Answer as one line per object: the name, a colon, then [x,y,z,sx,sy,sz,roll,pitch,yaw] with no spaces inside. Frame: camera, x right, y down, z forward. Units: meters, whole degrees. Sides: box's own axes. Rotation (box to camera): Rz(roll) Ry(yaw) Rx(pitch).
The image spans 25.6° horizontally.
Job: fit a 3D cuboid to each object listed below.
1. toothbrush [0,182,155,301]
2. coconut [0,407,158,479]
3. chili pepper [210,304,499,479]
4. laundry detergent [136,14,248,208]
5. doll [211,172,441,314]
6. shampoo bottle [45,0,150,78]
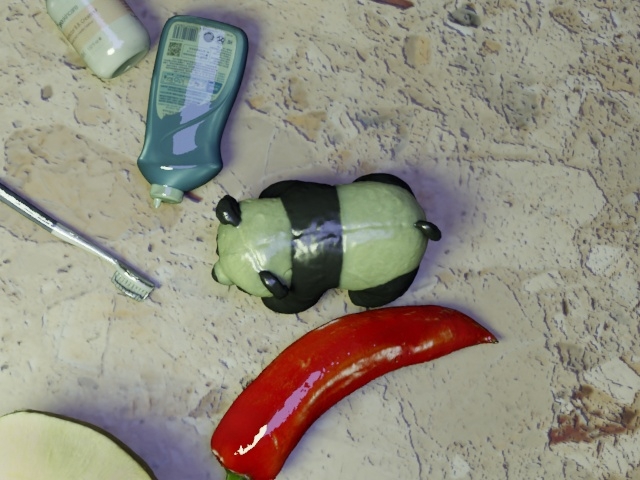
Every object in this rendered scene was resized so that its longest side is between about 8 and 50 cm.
toothbrush: [-0.296,-0.025,1.469,0.288,0.024,0.026,35,93,-5]
coconut: [-0.257,0.285,1.322,0.259,0.259,0.259,1,83,-9]
chili pepper: [0.013,0.159,1.467,0.368,0.092,0.137,-34,104,-9]
laundry detergent: [-0.140,-0.131,1.488,0.096,0.061,0.206,14,81,-10]
doll: [0.001,-0.002,1.462,0.234,0.135,0.143,-4,82,-6]
shampoo bottle: [-0.258,-0.261,1.478,0.074,0.074,0.192,-38,91,-12]
